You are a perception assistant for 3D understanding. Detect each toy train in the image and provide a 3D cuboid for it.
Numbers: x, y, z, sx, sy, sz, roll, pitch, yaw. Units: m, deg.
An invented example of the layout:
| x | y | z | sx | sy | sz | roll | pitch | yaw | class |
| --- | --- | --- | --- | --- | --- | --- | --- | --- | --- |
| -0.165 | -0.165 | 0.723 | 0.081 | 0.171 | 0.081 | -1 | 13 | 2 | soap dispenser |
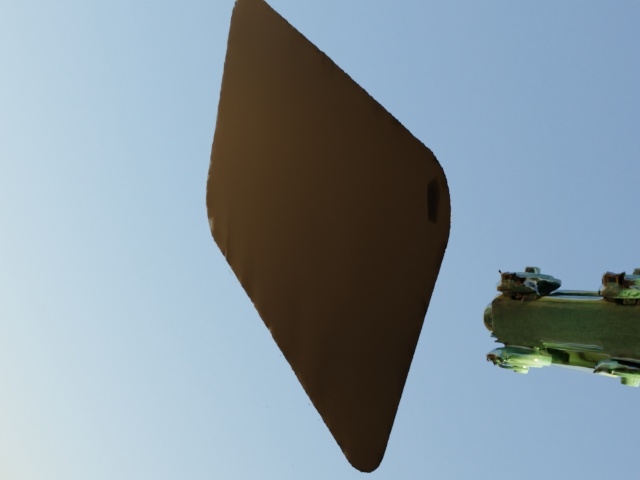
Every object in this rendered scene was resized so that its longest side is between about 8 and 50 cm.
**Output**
| x | y | z | sx | sy | sz | roll | pitch | yaw | class |
| --- | --- | --- | --- | --- | --- | --- | --- | --- | --- |
| 0.393 | 0.123 | 1.231 | 0.369 | 0.237 | 0.150 | -1 | -103 | 60 | toy train |

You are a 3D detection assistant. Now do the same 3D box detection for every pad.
| x | y | z | sx | sy | sz | roll | pitch | yaw | class |
| --- | --- | --- | --- | --- | --- | --- | --- | --- | --- |
| -0.001 | 0.001 | 0.728 | 0.375 | 0.063 | 0.315 | 54 | -42 | 48 | pad |
